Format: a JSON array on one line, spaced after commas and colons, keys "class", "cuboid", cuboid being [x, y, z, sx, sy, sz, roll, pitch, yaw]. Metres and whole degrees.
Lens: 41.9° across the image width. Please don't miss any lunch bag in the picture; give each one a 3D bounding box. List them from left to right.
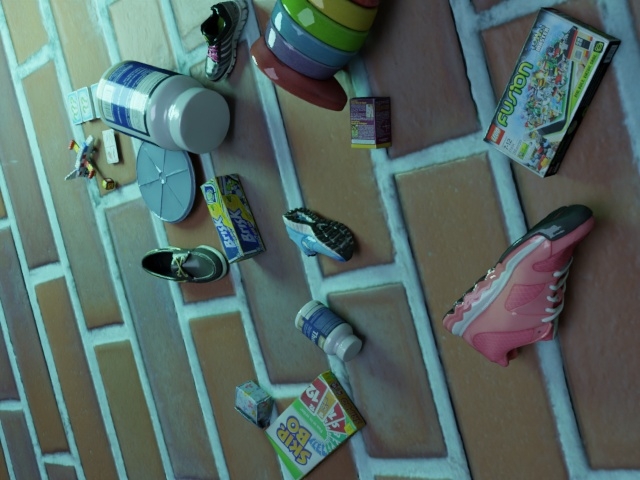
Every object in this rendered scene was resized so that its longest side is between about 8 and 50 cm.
[{"class": "lunch bag", "cuboid": [-0.140, 0.345, 1.728, 0.071, 0.053, 0.083, 32, 130, 35]}]

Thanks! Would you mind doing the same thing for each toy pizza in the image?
[{"class": "toy pizza", "cuboid": [-0.326, -0.137, 1.790, 0.201, 0.032, 0.201, 14, 112, 41]}]

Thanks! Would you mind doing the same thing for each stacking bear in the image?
[{"class": "stacking bear", "cuboid": [0.026, -0.375, 1.312, 0.289, 0.164, 0.175, -52, 51, 30]}]

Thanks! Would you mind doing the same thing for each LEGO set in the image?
[{"class": "LEGO set", "cuboid": [-0.546, -0.235, 1.957, 0.183, 0.060, 0.244, -2, 100, 47]}]

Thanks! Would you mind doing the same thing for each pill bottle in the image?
[{"class": "pill bottle", "cuboid": [-0.313, -0.262, 1.661, 0.265, 0.153, 0.153, 23, 116, 37]}, {"class": "pill bottle", "cuboid": [0.016, 0.167, 1.522, 0.120, 0.067, 0.067, 37, 124, 31]}]

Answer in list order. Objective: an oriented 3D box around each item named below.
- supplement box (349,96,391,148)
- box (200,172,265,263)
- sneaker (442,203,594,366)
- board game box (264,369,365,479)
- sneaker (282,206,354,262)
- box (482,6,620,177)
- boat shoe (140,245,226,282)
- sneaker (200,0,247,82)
[{"class": "supplement box", "cuboid": [0.082, -0.195, 1.381, 0.055, 0.043, 0.083, 10, 108, 42]}, {"class": "box", "cuboid": [-0.173, -0.043, 1.651, 0.054, 0.059, 0.168, -28, 81, 46]}, {"class": "sneaker", "cuboid": [0.312, 0.071, 1.209, 0.136, 0.116, 0.313, 46, 136, 12]}, {"class": "board game box", "cuboid": [-0.021, 0.372, 1.637, 0.124, 0.039, 0.259, 55, 134, 19]}, {"class": "sneaker", "cuboid": [0.000, 0.000, 1.512, 0.162, 0.063, 0.073, 32, 139, 38]}, {"class": "box", "cuboid": [0.316, -0.204, 1.163, 0.114, 0.036, 0.206, 38, 124, 31]}, {"class": "boat shoe", "cuboid": [-0.293, 0.054, 1.783, 0.228, 0.069, 0.081, 2, 102, 43]}, {"class": "sneaker", "cuboid": [-0.196, -0.377, 1.574, 0.063, 0.075, 0.170, 43, 127, 27]}]
